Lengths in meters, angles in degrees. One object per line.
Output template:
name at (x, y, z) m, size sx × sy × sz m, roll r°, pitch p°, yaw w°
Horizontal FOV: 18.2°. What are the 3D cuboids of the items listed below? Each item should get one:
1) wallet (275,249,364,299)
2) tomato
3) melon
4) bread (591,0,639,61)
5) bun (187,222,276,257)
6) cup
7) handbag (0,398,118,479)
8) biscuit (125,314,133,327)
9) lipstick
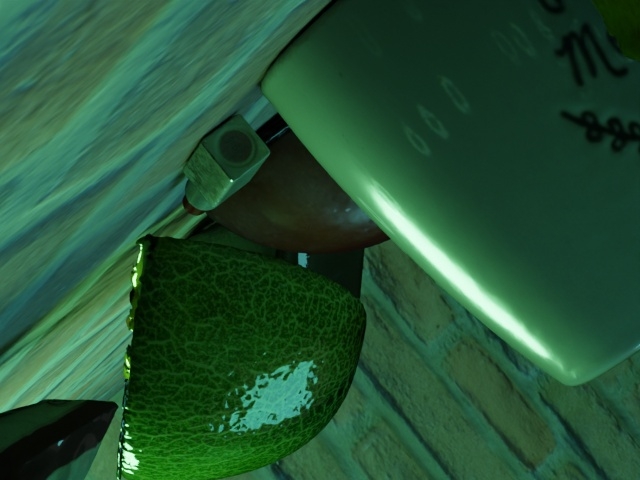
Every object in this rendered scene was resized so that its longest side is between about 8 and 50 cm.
wallet at (0.000, 0.000, 1.536) m, size 0.110 × 0.031 × 0.198 m, roll -38°, pitch 141°, yaw -48°
tomato at (0.032, -0.057, 1.355) m, size 0.228 × 0.112 × 0.199 m, roll -36°, pitch 180°, yaw -2°
melon at (-0.057, 0.108, 1.412) m, size 0.265 × 0.169 × 0.129 m, roll 102°, pitch -8°, yaw -64°
bread at (0.238, -0.233, 0.778) m, size 0.382 × 0.129 × 0.366 m, roll -39°, pitch 176°, yaw -20°
bun at (-0.064, 0.052, 1.640) m, size 0.204 × 0.126 × 0.212 m, roll -44°, pitch 150°, yaw -34°
cup at (0.129, -0.067, 1.089) m, size 0.186 × 0.234 × 0.258 m, roll -40°, pitch 180°, yaw 39°
handbag at (-0.261, 0.195, 1.335) m, size 0.235 × 0.127 × 0.213 m, roll -38°, pitch -178°, yaw 45°
biscuit at (-0.150, 0.055, 1.917) m, size 0.092 × 0.016 × 0.082 m, roll -36°, pitch 177°, yaw -30°
lipstick at (-0.062, -0.036, 1.153) m, size 0.030 × 0.030 × 0.129 m, roll -39°, pitch 178°, yaw -19°
